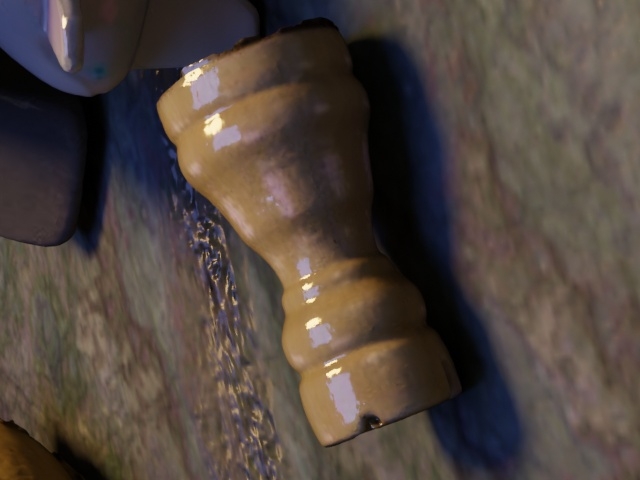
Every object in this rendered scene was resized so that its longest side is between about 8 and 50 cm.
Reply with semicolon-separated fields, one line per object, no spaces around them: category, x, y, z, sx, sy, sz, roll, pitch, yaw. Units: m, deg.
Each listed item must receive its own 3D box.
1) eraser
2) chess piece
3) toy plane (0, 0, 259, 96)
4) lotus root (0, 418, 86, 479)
eraser;-0.208;-0.128;0.806;0.352;0.061;0.089;52;141;37
chess piece;0.000;0.000;0.511;0.066;0.066;0.122;-36;75;57
toy plane;-0.081;-0.170;0.527;0.252;0.118;0.252;174;90;-77
lotus root;-0.133;0.206;0.736;0.303;0.130;0.146;61;147;25
